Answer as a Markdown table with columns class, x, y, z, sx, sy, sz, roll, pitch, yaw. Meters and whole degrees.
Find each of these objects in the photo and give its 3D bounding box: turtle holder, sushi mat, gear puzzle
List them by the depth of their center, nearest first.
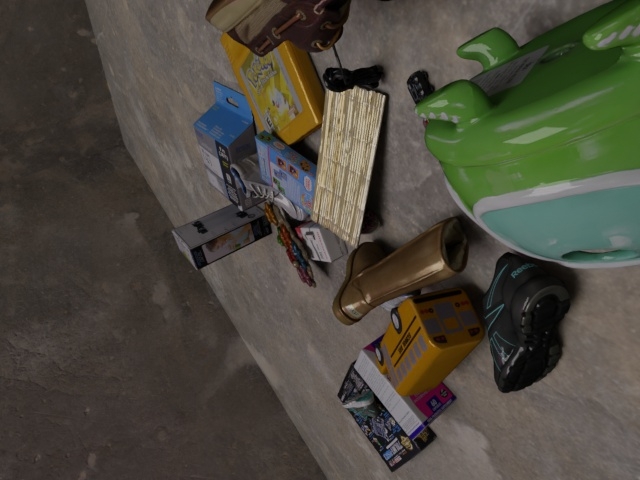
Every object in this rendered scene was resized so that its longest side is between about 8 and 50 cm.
| class | x | y | z | sx | sy | sz | roll | pitch | yaw |
| --- | --- | --- | --- | --- | --- | --- | --- | --- | --- |
| turtle holder | 0.268 | -0.108 | 0.358 | 0.320 | 0.243 | 0.228 | -25 | 112 | 25 |
| sushi mat | 0.045 | -0.149 | 0.818 | 0.151 | 0.019 | 0.317 | 32 | 128 | 35 |
| gear puzzle | -0.113 | -0.011 | 1.230 | 0.339 | 0.044 | 0.176 | 55 | 166 | 41 |

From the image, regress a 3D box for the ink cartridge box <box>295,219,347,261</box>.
| class | x | y | z | sx | sy | sz | roll | pitch | yaw |
| --- | --- | --- | --- | --- | --- | --- | --- | --- | --- |
| ink cartridge box | 0.000 | 0.000 | 1.086 | 0.135 | 0.056 | 0.099 | 2 | 116 | 61 |

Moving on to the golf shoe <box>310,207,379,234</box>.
| class | x | y | z | sx | sy | sz | roll | pitch | yaw |
| --- | --- | --- | --- | --- | --- | --- | --- | --- | --- |
| golf shoe | 0.067 | -0.045 | 0.934 | 0.186 | 0.068 | 0.086 | 16 | 167 | 45 |

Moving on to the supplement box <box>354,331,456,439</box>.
| class | x | y | z | sx | sy | sz | roll | pitch | yaw |
| --- | --- | --- | --- | --- | --- | --- | --- | --- | --- |
| supplement box | 0.198 | 0.345 | 0.997 | 0.220 | 0.111 | 0.114 | 47 | 150 | 28 |

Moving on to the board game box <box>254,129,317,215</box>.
| class | x | y | z | sx | sy | sz | roll | pitch | yaw |
| --- | --- | --- | --- | --- | --- | --- | --- | --- | --- |
| board game box | -0.070 | -0.157 | 1.015 | 0.211 | 0.039 | 0.160 | 38 | 155 | 19 |

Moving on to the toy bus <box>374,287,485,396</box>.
| class | x | y | z | sx | sy | sz | roll | pitch | yaw |
| --- | --- | --- | --- | --- | --- | --- | --- | --- | --- |
| toy bus | 0.199 | 0.213 | 0.816 | 0.333 | 0.108 | 0.130 | 96 | 159 | -53 |

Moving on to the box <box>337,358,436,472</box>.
| class | x | y | z | sx | sy | sz | roll | pitch | yaw |
| --- | --- | --- | --- | --- | --- | --- | --- | --- | --- |
| box | 0.182 | 0.530 | 1.247 | 0.293 | 0.073 | 0.296 | 47 | 149 | 26 |

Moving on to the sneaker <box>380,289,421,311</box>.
| class | x | y | z | sx | sy | sz | roll | pitch | yaw |
| --- | --- | --- | --- | --- | --- | --- | --- | --- | --- |
| sneaker | 0.173 | 0.123 | 0.895 | 0.083 | 0.071 | 0.190 | 57 | 162 | -4 |

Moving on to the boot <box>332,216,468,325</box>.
| class | x | y | z | sx | sy | sz | roll | pitch | yaw |
| --- | --- | --- | --- | --- | --- | --- | --- | --- | --- |
| boot | 0.155 | 0.035 | 0.770 | 0.089 | 0.236 | 0.269 | 39 | 133 | -14 |

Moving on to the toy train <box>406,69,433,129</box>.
| class | x | y | z | sx | sy | sz | roll | pitch | yaw |
| --- | --- | --- | --- | --- | --- | --- | --- | --- | --- |
| toy train | 0.175 | -0.184 | 0.631 | 0.159 | 0.027 | 0.036 | 64 | 157 | -3 |

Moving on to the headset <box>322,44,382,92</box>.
| class | x | y | z | sx | sy | sz | roll | pitch | yaw |
| --- | --- | --- | --- | --- | --- | --- | --- | --- | --- |
| headset | 0.068 | -0.401 | 0.543 | 0.243 | 0.185 | 0.395 | 37 | 130 | 34 |

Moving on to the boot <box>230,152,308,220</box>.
| class | x | y | z | sx | sy | sz | roll | pitch | yaw |
| --- | --- | --- | --- | --- | --- | --- | --- | --- | --- |
| boot | -0.151 | -0.137 | 1.150 | 0.258 | 0.123 | 0.095 | 50 | 152 | 22 |

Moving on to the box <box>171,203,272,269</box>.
| class | x | y | z | sx | sy | sz | roll | pitch | yaw |
| --- | --- | --- | --- | --- | --- | --- | --- | --- | --- |
| box | -0.335 | -0.030 | 1.398 | 0.169 | 0.289 | 0.087 | 32 | 141 | 44 |

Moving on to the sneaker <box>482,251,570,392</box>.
| class | x | y | z | sx | sy | sz | roll | pitch | yaw |
| --- | --- | --- | --- | --- | --- | --- | --- | --- | --- |
| sneaker | 0.312 | 0.135 | 0.644 | 0.106 | 0.101 | 0.268 | -116 | 14 | -52 |

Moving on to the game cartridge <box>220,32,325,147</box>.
| class | x | y | z | sx | sy | sz | roll | pitch | yaw |
| --- | --- | --- | --- | --- | --- | --- | --- | --- | --- |
| game cartridge | -0.115 | -0.379 | 0.938 | 0.285 | 0.052 | 0.324 | -9 | 108 | 63 |

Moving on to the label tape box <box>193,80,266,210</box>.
| class | x | y | z | sx | sy | sz | roll | pitch | yaw |
| --- | --- | --- | --- | --- | --- | --- | --- | --- | --- |
| label tape box | -0.292 | -0.294 | 1.278 | 0.240 | 0.105 | 0.334 | 36 | 144 | 40 |

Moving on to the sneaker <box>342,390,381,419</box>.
| class | x | y | z | sx | sy | sz | roll | pitch | yaw |
| --- | --- | --- | --- | --- | --- | --- | --- | --- | --- |
| sneaker | 0.119 | 0.485 | 1.179 | 0.076 | 0.065 | 0.166 | 55 | 153 | 7 |

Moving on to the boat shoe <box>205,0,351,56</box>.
| class | x | y | z | sx | sy | sz | roll | pitch | yaw |
| --- | --- | --- | --- | --- | --- | --- | --- | --- | --- |
| boat shoe | -0.010 | -0.294 | 0.485 | 0.341 | 0.123 | 0.123 | 6 | 154 | 48 |
